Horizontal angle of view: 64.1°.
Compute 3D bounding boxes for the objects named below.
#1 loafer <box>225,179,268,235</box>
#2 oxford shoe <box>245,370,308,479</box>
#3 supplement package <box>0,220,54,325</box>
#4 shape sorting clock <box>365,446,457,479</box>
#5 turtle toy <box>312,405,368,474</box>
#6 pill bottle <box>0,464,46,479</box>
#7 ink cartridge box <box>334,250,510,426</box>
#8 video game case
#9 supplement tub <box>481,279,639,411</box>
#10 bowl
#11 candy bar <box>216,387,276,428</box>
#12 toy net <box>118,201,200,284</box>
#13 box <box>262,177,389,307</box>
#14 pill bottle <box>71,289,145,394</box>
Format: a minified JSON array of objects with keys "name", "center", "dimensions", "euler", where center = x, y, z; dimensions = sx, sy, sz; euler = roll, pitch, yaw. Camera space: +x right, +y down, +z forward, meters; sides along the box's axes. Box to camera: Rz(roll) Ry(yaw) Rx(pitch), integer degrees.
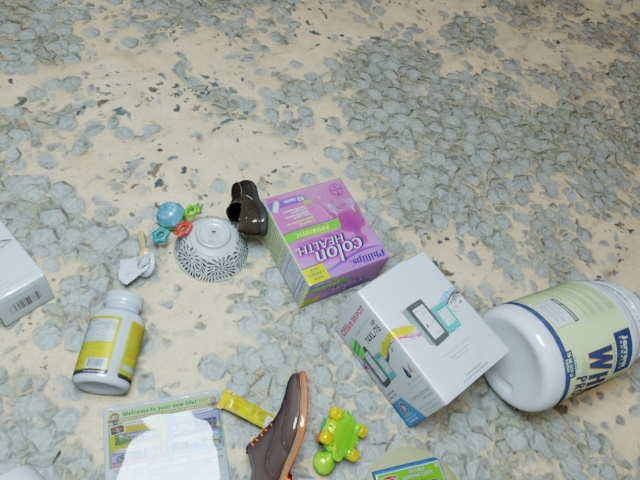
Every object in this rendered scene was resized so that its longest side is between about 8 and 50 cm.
[{"name":"loafer","center":[-0.182,-0.082,1.186],"dimensions":[0.078,0.080,0.220],"euler":[-4,28,-21]},{"name":"oxford shoe","center":[-0.084,0.370,0.945],"dimensions":[0.098,0.097,0.271],"euler":[14,66,0]},{"name":"supplement package","center":[-0.628,0.056,1.003],"dimensions":[0.179,0.105,0.105],"euler":[44,58,14]},{"name":"shape sorting clock","center":[0.181,0.504,0.983],"dimensions":[0.206,0.040,0.206],"euler":[7,54,-9]},{"name":"turtle toy","center":[0.028,0.391,0.997],"dimensions":[0.095,0.066,0.130],"euler":[40,56,-18]},{"name":"pill bottle","center":[-0.375,0.516,0.723],"dimensions":[0.361,0.204,0.204],"euler":[41,57,11]},{"name":"ink cartridge box","center":[0.202,0.206,1.084],"dimensions":[0.197,0.198,0.270],"euler":[-28,69,-28]},{"name":"video game case","center":[-0.283,0.388,0.940],"dimensions":[0.212,0.023,0.193],"euler":[-5,60,-18]},{"name":"supplement tub","center":[0.541,0.222,1.145],"dimensions":[0.325,0.235,0.235],"euler":[-13,63,-22]},{"name":"bowl","center":[-0.246,0.002,1.159],"dimensions":[0.170,0.080,0.170],"euler":[7,57,-10]},{"name":"candy bar","center":[-0.125,0.344,1.001],"dimensions":[0.161,0.018,0.040],"euler":[30,58,-6]},{"name":"toy net","center":[-0.354,0.009,1.133],"dimensions":[0.122,0.045,0.232],"euler":[13,61,20]},{"name":"box","center":[0.000,0.000,1.206],"dimensions":[0.214,0.117,0.243],"euler":[-18,65,-25]},{"name":"pill bottle","center":[-0.398,0.193,0.982],"dimensions":[0.103,0.103,0.184],"euler":[10,56,-9]}]
